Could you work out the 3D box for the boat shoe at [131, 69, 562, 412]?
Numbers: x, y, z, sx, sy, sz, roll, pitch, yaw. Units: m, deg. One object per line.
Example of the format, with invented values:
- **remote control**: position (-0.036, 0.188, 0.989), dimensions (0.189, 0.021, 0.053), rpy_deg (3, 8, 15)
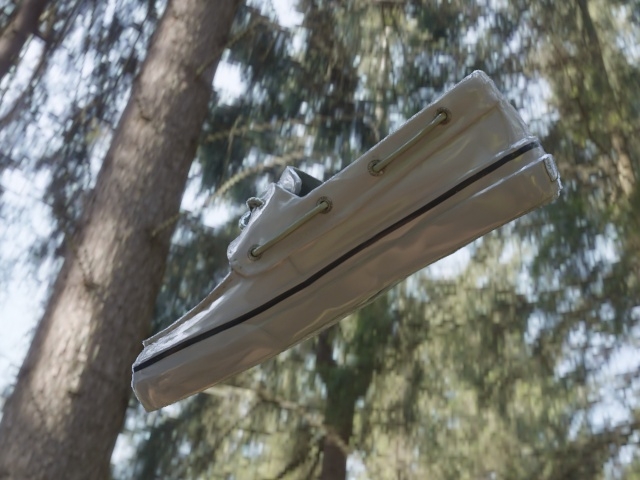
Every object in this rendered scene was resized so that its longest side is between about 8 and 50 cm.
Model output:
- **boat shoe**: position (0.000, 0.000, 0.691), dimensions (0.226, 0.083, 0.076), rpy_deg (-30, -94, 8)
